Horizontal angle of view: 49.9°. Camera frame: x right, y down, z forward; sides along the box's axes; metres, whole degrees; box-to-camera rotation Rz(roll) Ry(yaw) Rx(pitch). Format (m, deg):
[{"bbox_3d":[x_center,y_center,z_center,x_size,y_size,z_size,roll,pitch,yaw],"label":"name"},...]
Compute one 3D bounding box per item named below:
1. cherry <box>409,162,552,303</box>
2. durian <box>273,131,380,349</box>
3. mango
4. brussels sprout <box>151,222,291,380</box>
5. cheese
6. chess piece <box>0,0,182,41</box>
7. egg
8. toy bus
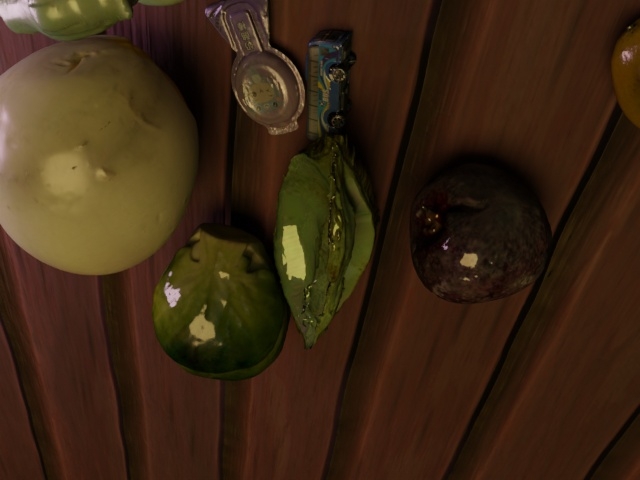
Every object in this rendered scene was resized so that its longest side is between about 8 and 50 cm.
[{"bbox_3d":[0.214,-0.006,0.918,0.194,0.195,0.195,9,131,10],"label":"cherry"},{"bbox_3d":[-0.010,-0.004,0.973,0.163,0.198,0.394,23,142,8],"label":"durian"},{"bbox_3d":[0.392,-0.183,0.788,0.103,0.076,0.161,-16,131,21],"label":"mango"},{"bbox_3d":[-0.159,0.098,1.119,0.219,0.210,0.272,8,116,5],"label":"brussels sprout"},{"bbox_3d":[-0.081,-0.229,0.915,0.105,0.042,0.191,-9,118,26],"label":"cheese"},{"bbox_3d":[-0.230,-0.294,0.738,0.175,0.298,0.176,7,131,8],"label":"chess piece"},{"bbox_3d":[-0.308,-0.099,0.935,0.282,0.283,0.345,14,133,5],"label":"egg"},{"bbox_3d":[0.012,-0.200,0.907,0.061,0.051,0.153,13,132,14],"label":"toy bus"}]
